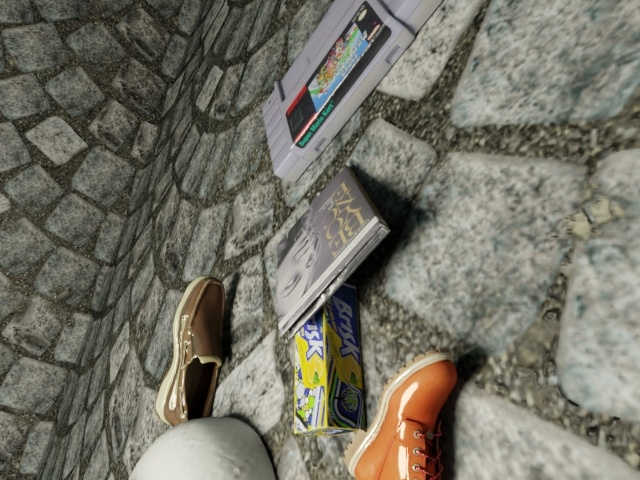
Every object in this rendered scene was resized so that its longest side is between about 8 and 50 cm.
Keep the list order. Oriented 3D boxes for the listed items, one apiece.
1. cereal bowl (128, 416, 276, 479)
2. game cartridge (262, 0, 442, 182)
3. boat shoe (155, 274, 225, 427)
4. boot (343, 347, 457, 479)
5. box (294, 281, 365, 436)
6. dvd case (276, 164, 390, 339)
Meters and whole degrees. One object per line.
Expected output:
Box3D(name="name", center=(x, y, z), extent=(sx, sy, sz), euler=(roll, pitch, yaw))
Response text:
Box3D(name="cereal bowl", center=(-0.197, 0.404, 0.572), extent=(0.339, 0.141, 0.338), euler=(-34, 45, 43))
Box3D(name="game cartridge", center=(0.021, -0.288, 0.724), extent=(0.355, 0.068, 0.230), euler=(-47, 34, 30))
Box3D(name="boat shoe", center=(-0.198, 0.189, 0.755), extent=(0.095, 0.095, 0.257), euler=(4, 82, 42))
Box3D(name="boot", center=(0.084, 0.169, 0.377), extent=(0.084, 0.059, 0.157), euler=(49, 121, 51))
Box3D(name="box", center=(0.008, 0.129, 0.506), extent=(0.059, 0.054, 0.168), euler=(-34, 47, 42))
Box3D(name="dvd case", center=(0.000, 0.000, 0.553), extent=(0.164, 0.018, 0.221), euler=(-49, 22, 15))
